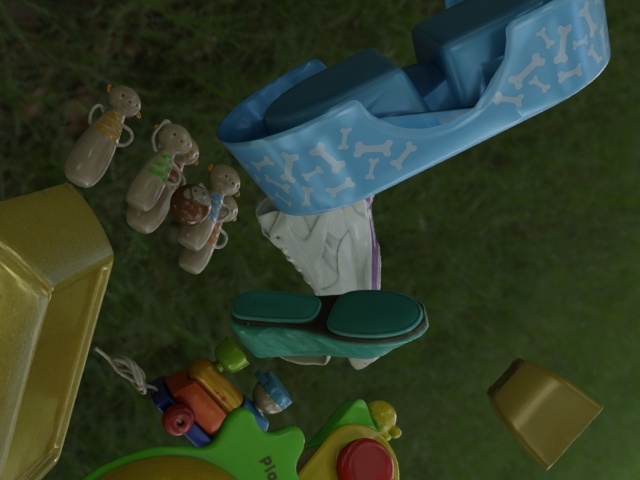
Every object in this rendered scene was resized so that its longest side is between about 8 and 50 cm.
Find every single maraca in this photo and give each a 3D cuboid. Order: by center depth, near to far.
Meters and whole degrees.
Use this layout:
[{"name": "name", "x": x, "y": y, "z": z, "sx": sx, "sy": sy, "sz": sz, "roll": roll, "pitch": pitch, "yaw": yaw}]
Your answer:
[{"name": "maraca", "x": -0.079, "y": 0.175, "z": 0.710, "sx": 0.185, "sy": 0.127, "sz": 0.099, "roll": -29, "pitch": -173, "yaw": -17}]

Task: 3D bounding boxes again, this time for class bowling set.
[{"name": "bowling set", "x": -0.176, "y": -0.079, "z": 1.663, "sx": 0.287, "sy": 0.200, "sz": 0.154, "roll": 42, "pitch": 67, "yaw": -35}]

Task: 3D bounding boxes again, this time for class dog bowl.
[{"name": "dog bowl", "x": 0.073, "y": -0.111, "z": 0.892, "sx": 0.297, "sy": 0.074, "sz": 0.166, "roll": -26, "pitch": -160, "yaw": -1}]

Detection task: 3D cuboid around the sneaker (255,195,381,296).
[{"name": "sneaker", "x": 0.000, "y": 0.000, "z": 1.584, "sx": 0.114, "sy": 0.152, "sz": 0.305, "roll": -84, "pitch": 168, "yaw": -64}]

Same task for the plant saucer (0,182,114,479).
[{"name": "plant saucer", "x": -0.287, "y": 0.126, "z": 1.169, "sx": 0.333, "sy": 0.081, "sz": 0.333, "roll": -59, "pitch": 166, "yaw": -81}]

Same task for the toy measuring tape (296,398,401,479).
[{"name": "toy measuring tape", "x": -0.004, "y": 0.309, "z": 1.393, "sx": 0.330, "sy": 0.121, "sz": 0.121, "roll": -47, "pitch": 162, "yaw": -33}]

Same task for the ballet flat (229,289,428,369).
[{"name": "ballet flat", "x": 0.016, "y": 0.103, "z": 1.399, "sx": 0.083, "sy": 0.247, "sz": 0.087, "roll": -63, "pitch": 144, "yaw": -41}]

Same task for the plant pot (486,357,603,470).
[{"name": "plant pot", "x": 0.207, "y": 0.159, "z": 1.193, "sx": 0.081, "sy": 0.083, "sz": 0.081, "roll": -49, "pitch": 179, "yaw": -1}]

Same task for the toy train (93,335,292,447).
[{"name": "toy train", "x": -0.155, "y": 0.175, "z": 1.585, "sx": 0.143, "sy": 0.105, "sz": 0.248, "roll": -41, "pitch": 117, "yaw": -3}]
